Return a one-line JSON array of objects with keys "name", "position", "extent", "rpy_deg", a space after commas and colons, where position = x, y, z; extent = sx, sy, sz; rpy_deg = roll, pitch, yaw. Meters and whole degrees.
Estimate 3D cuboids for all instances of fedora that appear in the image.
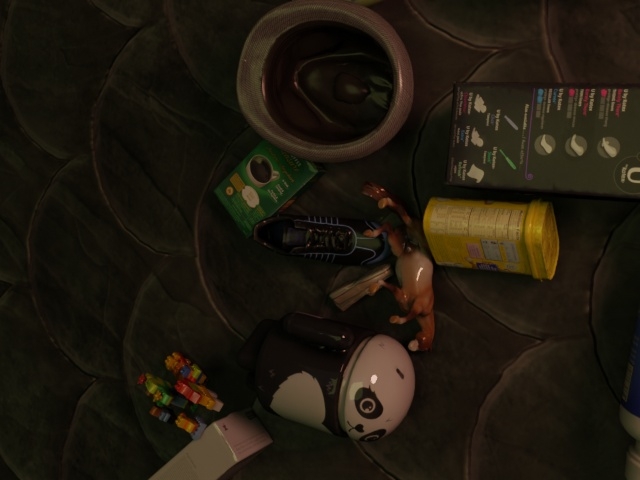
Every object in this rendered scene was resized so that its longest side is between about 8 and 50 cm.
[{"name": "fedora", "position": [0.020, -0.244, 1.164], "extent": [0.276, 0.124, 0.243], "rpy_deg": [11, 100, 18]}]

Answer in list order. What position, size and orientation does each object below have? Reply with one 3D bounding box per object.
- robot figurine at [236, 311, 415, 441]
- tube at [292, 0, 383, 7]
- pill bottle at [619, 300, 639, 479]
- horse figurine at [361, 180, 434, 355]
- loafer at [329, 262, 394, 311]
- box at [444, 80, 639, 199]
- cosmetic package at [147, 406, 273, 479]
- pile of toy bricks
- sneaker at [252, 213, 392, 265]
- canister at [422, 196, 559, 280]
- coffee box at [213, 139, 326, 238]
[{"name": "robot figurine", "position": [0.008, 0.210, 1.162], "extent": [0.278, 0.209, 0.173], "rpy_deg": [12, 85, 27]}, {"name": "tube", "position": [0.024, -0.379, 1.166], "extent": [0.240, 0.062, 0.070], "rpy_deg": [-2, 50, 54]}, {"name": "pill bottle", "position": [0.465, 0.183, 0.937], "extent": [0.152, 0.152, 0.271], "rpy_deg": [11, 96, 27]}, {"name": "horse figurine", "position": [0.126, 0.036, 1.119], "extent": [0.066, 0.174, 0.263], "rpy_deg": [-16, 72, 31]}, {"name": "loafer", "position": [0.072, 0.076, 1.203], "extent": [0.125, 0.045, 0.039], "rpy_deg": [-28, 96, 32]}, {"name": "box", "position": [0.322, -0.129, 0.989], "extent": [0.271, 0.165, 0.143], "rpy_deg": [6, 95, 28]}, {"name": "cosmetic package", "position": [-0.205, 0.400, 1.316], "extent": [0.231, 0.117, 0.085], "rpy_deg": [-43, 74, 24]}, {"name": "pile of toy bricks", "position": [-0.265, 0.260, 1.291], "extent": [0.118, 0.105, 0.212], "rpy_deg": [-58, 31, -1]}, {"name": "sneaker", "position": [0.000, 0.000, 1.204], "extent": [0.232, 0.090, 0.081], "rpy_deg": [4, 94, 28]}, {"name": "canister", "position": [0.243, -0.006, 1.063], "extent": [0.170, 0.126, 0.073], "rpy_deg": [6, 55, 29]}, {"name": "coffee box", "position": [-0.088, -0.101, 1.274], "extent": [0.184, 0.040, 0.113], "rpy_deg": [-43, 74, 23]}]
